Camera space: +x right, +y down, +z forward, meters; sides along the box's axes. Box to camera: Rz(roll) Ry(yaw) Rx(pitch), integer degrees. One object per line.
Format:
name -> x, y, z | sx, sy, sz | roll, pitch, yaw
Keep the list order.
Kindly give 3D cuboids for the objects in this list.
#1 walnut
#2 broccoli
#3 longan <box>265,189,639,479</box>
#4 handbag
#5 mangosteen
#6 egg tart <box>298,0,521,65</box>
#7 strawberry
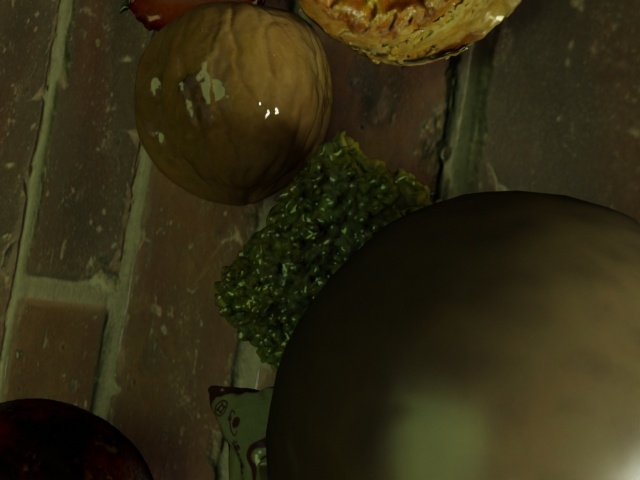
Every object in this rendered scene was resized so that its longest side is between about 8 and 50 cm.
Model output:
walnut -> -0.092, -0.147, 1.154 | 0.228, 0.228, 0.227 | -11, 74, 40
broccoli -> -0.002, -0.003, 1.016 | 0.242, 0.180, 0.273 | -42, 39, -1
longan -> 0.150, 0.158, 0.782 | 0.405, 0.336, 0.404 | -1, 70, 2
handbag -> -0.001, 0.231, 1.041 | 0.235, 0.127, 0.212 | -14, 72, 26
mangosteen -> -0.331, 0.323, 1.215 | 0.311, 0.311, 0.311 | -11, 74, 40
egg tart -> 0.108, -0.313, 1.070 | 0.297, 0.132, 0.297 | 0, 90, 30
strawberry -> -0.129, -0.327, 1.294 | 0.228, 0.098, 0.174 | 12, 89, 40
